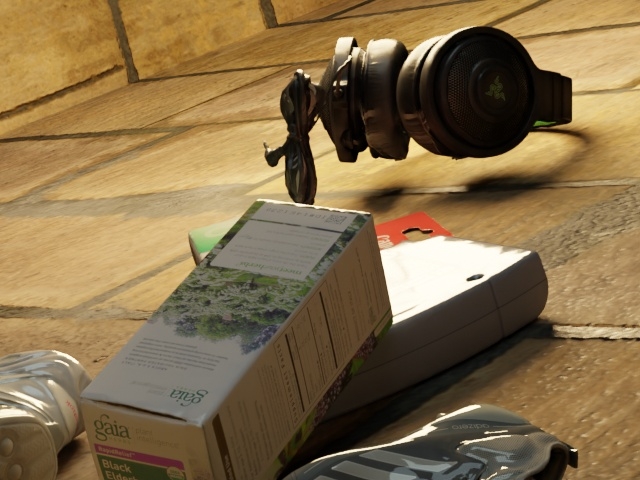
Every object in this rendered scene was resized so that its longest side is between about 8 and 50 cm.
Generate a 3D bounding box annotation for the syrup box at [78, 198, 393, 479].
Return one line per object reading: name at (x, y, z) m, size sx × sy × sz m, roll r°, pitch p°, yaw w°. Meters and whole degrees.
syrup box at (-0.049, 0.077, 1.255) m, size 0.093 × 0.096 × 0.237 m, roll 8°, pitch 38°, yaw 28°

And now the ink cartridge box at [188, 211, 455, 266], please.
ink cartridge box at (0.000, 0.000, 1.746) m, size 0.225 × 0.056 × 0.181 m, roll -19°, pitch 14°, yaw -6°

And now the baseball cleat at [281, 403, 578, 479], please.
baseball cleat at (0.051, 0.146, 1.056) m, size 0.206 × 0.072 × 0.109 m, roll -27°, pitch 24°, yaw -28°

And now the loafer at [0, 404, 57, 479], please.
loafer at (-0.319, 0.187, 1.220) m, size 0.319 × 0.112 × 0.111 m, roll -24°, pitch 24°, yaw -28°

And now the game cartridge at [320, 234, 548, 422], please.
game cartridge at (0.014, 0.072, 1.438) m, size 0.294 × 0.060 × 0.196 m, roll -22°, pitch 11°, yaw -25°

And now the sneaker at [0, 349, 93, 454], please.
sneaker at (-0.286, 0.142, 1.422) m, size 0.232 × 0.090 × 0.115 m, roll -14°, pitch 17°, yaw 12°

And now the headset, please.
headset at (0.094, -0.117, 1.945) m, size 0.243 × 0.185 × 0.394 m, roll -1°, pitch -2°, yaw 38°
